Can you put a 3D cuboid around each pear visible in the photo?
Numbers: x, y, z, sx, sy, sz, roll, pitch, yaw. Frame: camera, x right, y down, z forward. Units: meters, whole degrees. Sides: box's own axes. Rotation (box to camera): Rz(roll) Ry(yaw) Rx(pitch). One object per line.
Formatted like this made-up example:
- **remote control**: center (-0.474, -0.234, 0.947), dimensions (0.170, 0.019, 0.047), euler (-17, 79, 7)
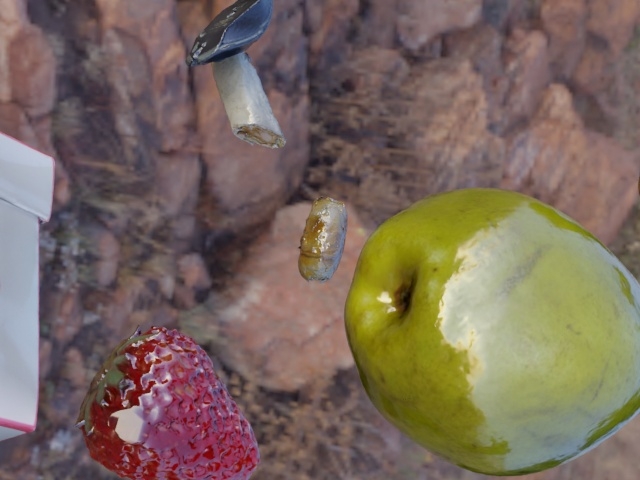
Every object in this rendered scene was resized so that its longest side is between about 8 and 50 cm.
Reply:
- **pear**: center (0.166, 0.083, 1.064), dimensions (0.307, 0.253, 0.253), euler (19, 78, -44)

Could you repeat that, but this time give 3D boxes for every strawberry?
- **strawberry**: center (-0.189, 0.240, 1.555), dimensions (0.244, 0.205, 0.205), euler (37, 51, -15)

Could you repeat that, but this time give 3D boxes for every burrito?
- **burrito**: center (-0.129, -0.249, 1.933), dimensions (0.087, 0.060, 0.226), euler (-2, 63, -39)

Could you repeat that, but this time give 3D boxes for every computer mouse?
- **computer mouse**: center (-0.137, -0.327, 1.875), dimensions (0.192, 0.105, 0.062), euler (-51, 120, -30)

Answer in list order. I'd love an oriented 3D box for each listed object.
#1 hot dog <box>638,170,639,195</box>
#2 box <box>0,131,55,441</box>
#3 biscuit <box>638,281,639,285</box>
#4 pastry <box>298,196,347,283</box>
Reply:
- **hot dog**: center (0.395, -0.171, 1.293), dimensions (0.088, 0.061, 0.286), euler (-103, -167, -64)
- **box**: center (-0.468, 0.041, 1.097), dimensions (0.312, 0.314, 0.300), euler (28, 49, -51)
- **biscuit**: center (0.293, 0.155, 1.417), dimensions (0.186, 0.044, 0.295), euler (8, 128, -40)
- **pastry**: center (0.005, 0.000, 2.099), dimensions (0.153, 0.081, 0.153), euler (19, 90, -90)
